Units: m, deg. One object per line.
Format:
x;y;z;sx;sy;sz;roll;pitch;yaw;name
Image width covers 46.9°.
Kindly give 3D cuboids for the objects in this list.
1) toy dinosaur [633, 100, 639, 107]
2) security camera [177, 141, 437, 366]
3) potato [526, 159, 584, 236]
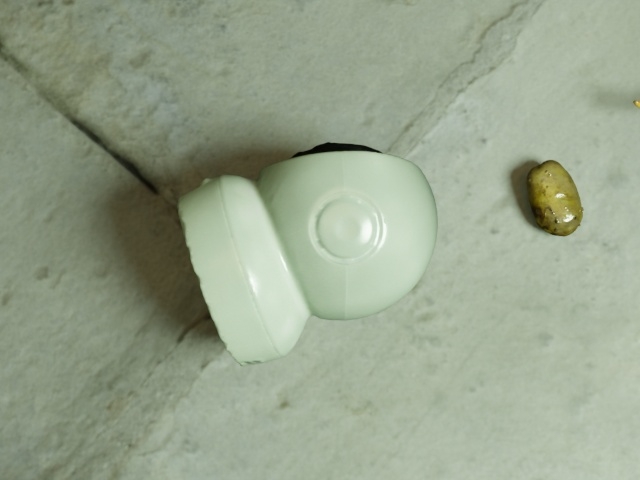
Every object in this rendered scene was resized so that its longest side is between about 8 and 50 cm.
0.465;-0.168;0.770;0.289;0.070;0.117;3;67;3;toy dinosaur
0.000;0.000;0.719;0.236;0.194;0.194;-20;76;1;security camera
0.246;-0.044;0.777;0.051;0.040;0.083;-12;78;-6;potato
